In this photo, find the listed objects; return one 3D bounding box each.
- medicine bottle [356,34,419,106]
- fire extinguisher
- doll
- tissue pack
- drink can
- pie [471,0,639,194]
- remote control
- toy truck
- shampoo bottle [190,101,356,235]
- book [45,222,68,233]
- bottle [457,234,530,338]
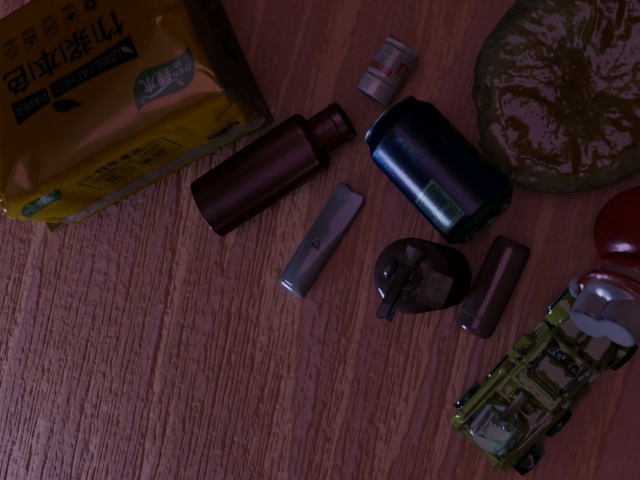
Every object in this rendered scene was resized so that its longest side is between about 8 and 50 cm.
[{"bbox_3d":[0.098,-0.245,1.098,0.057,0.057,0.089,36,99,17],"label":"medicine bottle"},{"bbox_3d":[0.128,0.051,0.960,0.105,0.269,0.104,-1,87,18],"label":"fire extinguisher"},{"bbox_3d":[0.413,-0.004,0.918,0.290,0.130,0.161,-50,32,-18],"label":"doll"},{"bbox_3d":[-0.312,-0.230,1.139,0.382,0.228,0.293,-25,77,11],"label":"tissue pack"},{"bbox_3d":[0.160,-0.098,1.038,0.118,0.118,0.205,-43,76,12],"label":"drink can"},{"bbox_3d":[0.346,-0.209,1.006,0.307,0.071,0.306,0,88,15],"label":"pie"},{"bbox_3d":[0.000,0.000,1.133,0.050,0.027,0.184,34,97,17],"label":"remote control"},{"bbox_3d":[0.288,0.184,0.971,0.128,0.135,0.259,43,97,15],"label":"toy truck"},{"bbox_3d":[-0.069,-0.113,1.143,0.260,0.064,0.102,-31,74,14],"label":"shampoo bottle"},{"bbox_3d":[-0.418,-0.105,1.286,0.172,0.012,0.118,-32,78,15],"label":"book"},{"bbox_3d":[0.237,0.064,1.036,0.053,0.053,0.140,26,94,18],"label":"bottle"}]
